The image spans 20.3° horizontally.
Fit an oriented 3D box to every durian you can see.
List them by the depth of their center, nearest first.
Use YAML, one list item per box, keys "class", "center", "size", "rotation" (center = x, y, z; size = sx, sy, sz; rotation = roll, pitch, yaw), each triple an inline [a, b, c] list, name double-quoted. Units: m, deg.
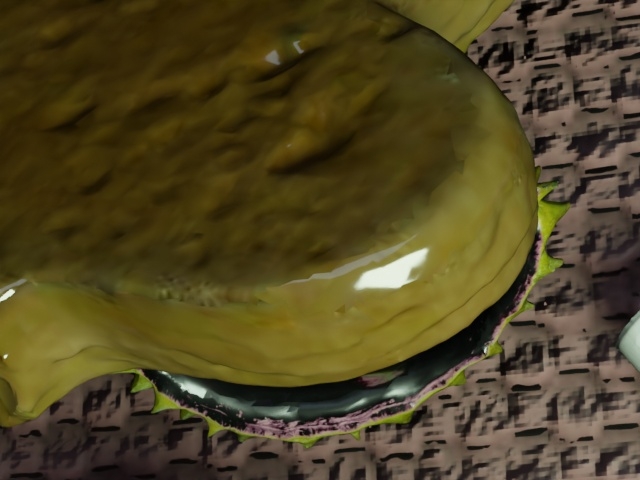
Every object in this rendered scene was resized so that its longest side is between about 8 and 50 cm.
- class: "durian"
  center: [0.000, -0.003, 0.635]
  size: [0.186, 0.119, 0.108]
  rotation: [-18, 30, 16]

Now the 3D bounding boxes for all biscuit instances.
- class: "biscuit"
  center: [-0.039, -0.105, 0.608]
  size: [0.368, 0.076, 0.394]
  rotation: [9, 52, 36]

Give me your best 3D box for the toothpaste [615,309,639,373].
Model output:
- class: "toothpaste"
  center: [0.176, 0.090, 0.564]
  size: [0.071, 0.045, 0.193]
  rotation: [-39, 70, 2]
